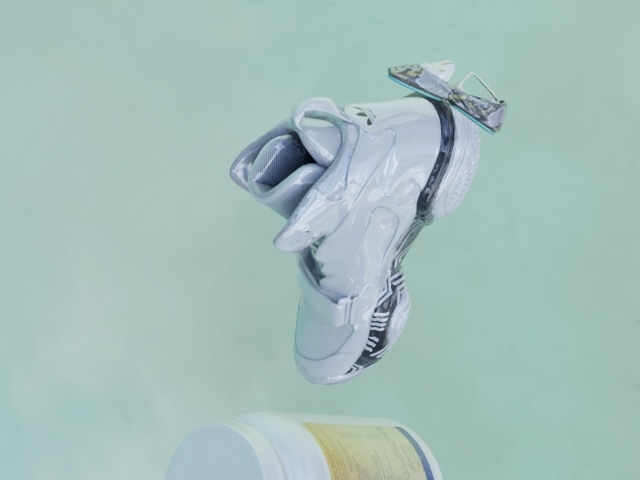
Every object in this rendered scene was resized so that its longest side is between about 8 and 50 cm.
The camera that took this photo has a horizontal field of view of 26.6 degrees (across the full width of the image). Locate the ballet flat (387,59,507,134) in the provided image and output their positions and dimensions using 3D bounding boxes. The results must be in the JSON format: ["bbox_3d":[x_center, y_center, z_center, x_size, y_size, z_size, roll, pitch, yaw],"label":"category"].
[{"bbox_3d":[0.112,-0.131,1.158,0.114,0.041,0.041,26,90,-17],"label":"ballet flat"}]

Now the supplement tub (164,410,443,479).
[{"bbox_3d":[-0.019,0.332,1.713,0.316,0.228,0.228,10,96,-44],"label":"supplement tub"}]

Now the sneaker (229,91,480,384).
[{"bbox_3d":[0.000,0.000,1.370,0.210,0.137,0.366,1,129,-34],"label":"sneaker"}]
